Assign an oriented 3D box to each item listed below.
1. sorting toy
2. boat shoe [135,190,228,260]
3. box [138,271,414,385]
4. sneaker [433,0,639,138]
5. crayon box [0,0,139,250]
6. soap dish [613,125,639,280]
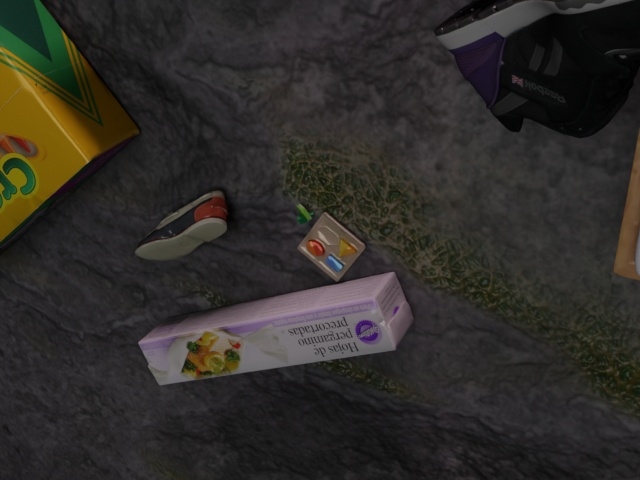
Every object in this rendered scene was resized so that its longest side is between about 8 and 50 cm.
[{"bbox_3d":[0.000,0.000,0.842,0.083,0.012,0.062,40,125,3],"label":"sorting toy"},{"bbox_3d":[-0.155,-0.014,0.894,0.137,0.049,0.043,-24,60,35],"label":"boat shoe"},{"bbox_3d":[-0.058,0.103,0.888,0.324,0.067,0.063,-14,108,29],"label":"box"},{"bbox_3d":[0.200,-0.138,0.567,0.124,0.107,0.283,57,168,-15],"label":"sneaker"},{"bbox_3d":[-0.434,-0.143,0.924,0.363,0.106,0.313,-32,97,34],"label":"crayon box"},{"bbox_3d":[0.351,-0.090,0.565,0.228,0.118,0.291,12,119,21],"label":"soap dish"}]
